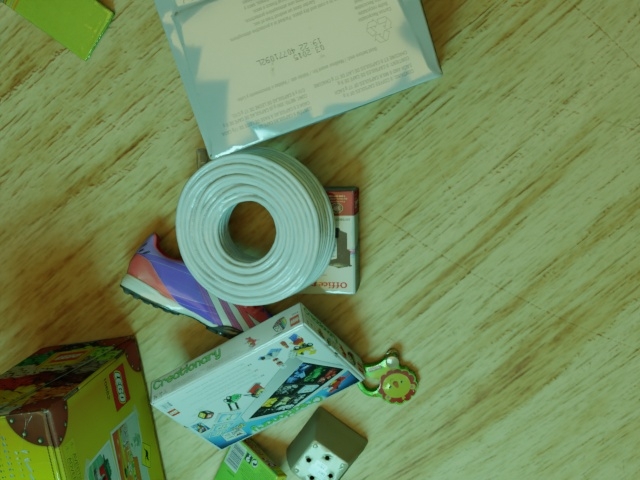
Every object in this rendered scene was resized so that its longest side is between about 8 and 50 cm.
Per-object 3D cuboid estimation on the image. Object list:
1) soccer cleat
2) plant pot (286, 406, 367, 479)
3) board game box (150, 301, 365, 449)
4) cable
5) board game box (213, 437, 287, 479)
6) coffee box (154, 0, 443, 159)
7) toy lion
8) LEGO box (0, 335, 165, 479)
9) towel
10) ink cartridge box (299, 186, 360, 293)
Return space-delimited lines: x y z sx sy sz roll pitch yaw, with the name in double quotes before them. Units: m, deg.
"soccer cleat" -0.177 0.095 1.525 0.318 0.108 0.116 23 84 0
"plant pot" 0.005 0.374 1.546 0.109 0.096 0.109 36 102 1
"board game box" -0.104 0.235 1.494 0.305 0.053 0.193 -29 132 16
"cable" -0.106 -0.022 1.426 0.257 0.089 0.256 10 102 16
"board game box" -0.158 0.488 1.590 0.124 0.039 0.259 35 103 37
"coffee box" -0.030 -0.345 1.303 0.338 0.334 0.338 -18 99 9
"toy lion" 0.115 0.243 1.544 0.100 0.034 0.096 -20 104 11
"LEGO box" -0.404 0.454 1.476 0.193 0.372 0.499 -9 98 10
"towel" -0.468 -0.413 1.514 0.237 0.021 0.102 36 108 0
"ink cartridge box" 0.000 0.000 1.493 0.128 0.072 0.175 -1 99 7
